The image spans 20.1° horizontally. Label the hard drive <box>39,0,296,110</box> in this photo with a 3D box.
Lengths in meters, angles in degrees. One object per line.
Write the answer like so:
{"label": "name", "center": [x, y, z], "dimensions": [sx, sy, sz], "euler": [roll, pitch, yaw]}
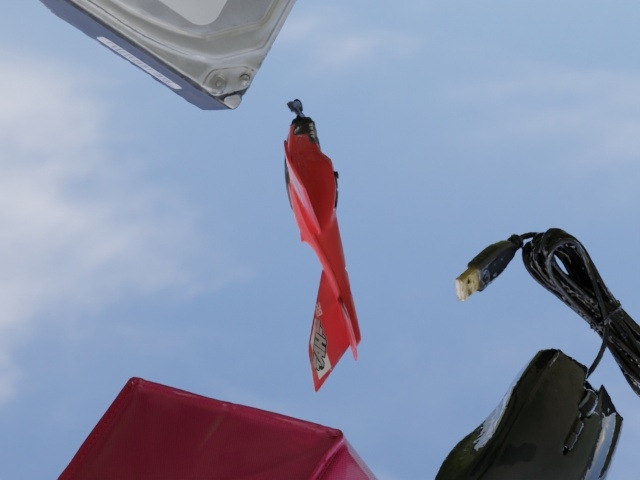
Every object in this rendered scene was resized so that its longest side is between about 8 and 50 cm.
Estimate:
{"label": "hard drive", "center": [-0.079, -0.289, 1.213], "dimensions": [0.237, 0.339, 0.064], "euler": [33, 168, -25]}

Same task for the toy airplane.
{"label": "toy airplane", "center": [0.000, 0.000, 0.909], "dimensions": [0.028, 0.151, 0.151], "euler": [-8, -151, 0]}

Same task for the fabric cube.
{"label": "fabric cube", "center": [-0.072, 0.301, 1.453], "dimensions": [0.259, 0.258, 0.254], "euler": [10, -125, 44]}

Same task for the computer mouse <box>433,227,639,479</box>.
{"label": "computer mouse", "center": [0.147, 0.102, 1.255], "dimensions": [0.262, 0.184, 0.060], "euler": [-42, -173, -34]}
